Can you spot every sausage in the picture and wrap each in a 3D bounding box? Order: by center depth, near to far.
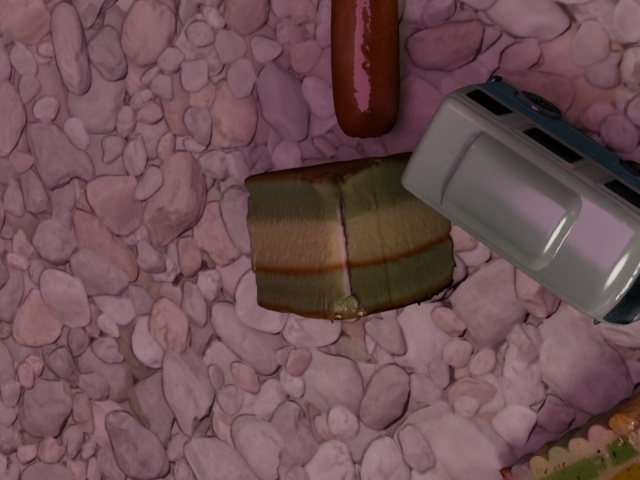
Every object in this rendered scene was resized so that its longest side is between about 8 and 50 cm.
[{"bbox_3d":[0.047,-0.207,1.231,0.076,0.076,0.197,4,98,31],"label":"sausage"}]

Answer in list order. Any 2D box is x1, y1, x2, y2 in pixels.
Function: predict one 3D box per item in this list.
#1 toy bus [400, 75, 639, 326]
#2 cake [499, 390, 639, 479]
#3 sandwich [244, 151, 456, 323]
[{"bbox_3d":[0.218,-0.034,1.098,0.271,0.165,0.133,37,114,22],"label":"toy bus"},{"bbox_3d":[0.275,0.238,1.153,0.225,0.090,0.109,-39,81,31],"label":"cake"},{"bbox_3d":[0.000,-0.001,1.200,0.198,0.227,0.155,-6,94,32],"label":"sandwich"}]
